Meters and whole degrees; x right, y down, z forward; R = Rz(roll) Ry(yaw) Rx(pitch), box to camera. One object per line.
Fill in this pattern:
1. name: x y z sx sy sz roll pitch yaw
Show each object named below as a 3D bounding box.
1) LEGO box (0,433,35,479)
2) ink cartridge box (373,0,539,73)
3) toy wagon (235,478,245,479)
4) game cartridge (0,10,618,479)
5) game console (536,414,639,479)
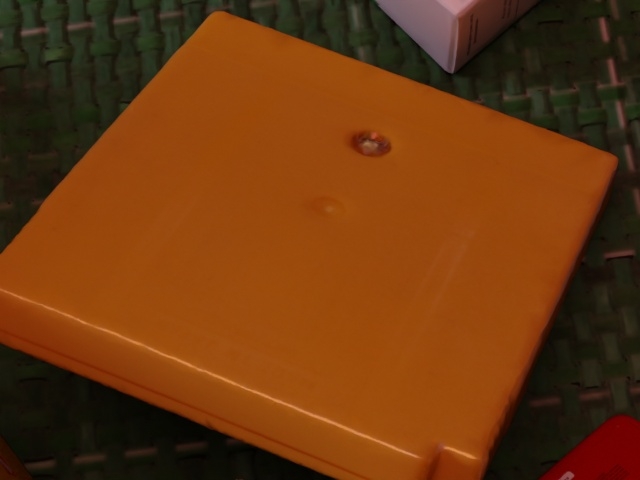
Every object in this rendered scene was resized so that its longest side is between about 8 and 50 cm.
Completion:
1. LEGO box: -0.422 0.098 0.979 0.372 0.193 0.500 -39 73 -3
2. ink cartridge box: 0.112 -0.238 1.213 0.208 0.087 0.153 -41 74 -14
3. toy wagon: 0.087 0.225 0.939 0.344 0.267 0.068 41 75 16
4. game cartridge: 0.000 0.000 1.061 0.285 0.052 0.323 21 40 10
5. game console: 0.175 0.196 1.083 0.144 0.085 0.124 -39 41 -13
